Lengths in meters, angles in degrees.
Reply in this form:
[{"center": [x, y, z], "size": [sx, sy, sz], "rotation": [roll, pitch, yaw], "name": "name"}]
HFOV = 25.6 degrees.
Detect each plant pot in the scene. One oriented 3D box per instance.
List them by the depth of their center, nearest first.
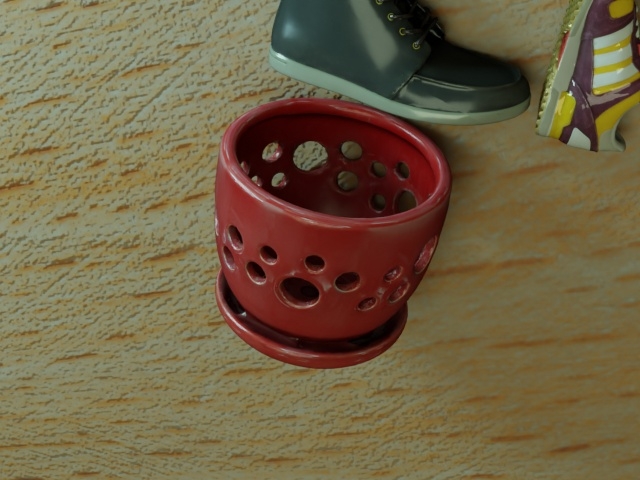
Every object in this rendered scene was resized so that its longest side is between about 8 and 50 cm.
[{"center": [0.000, 0.000, 1.172], "size": [0.191, 0.191, 0.174], "rotation": [19, 124, 10], "name": "plant pot"}]

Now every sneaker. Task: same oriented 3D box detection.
[{"center": [0.228, -0.154, 1.086], "size": [0.083, 0.070, 0.185], "rotation": [16, 127, 1], "name": "sneaker"}, {"center": [0.066, -0.170, 1.120], "size": [0.222, 0.083, 0.118], "rotation": [15, 120, 13], "name": "sneaker"}]
